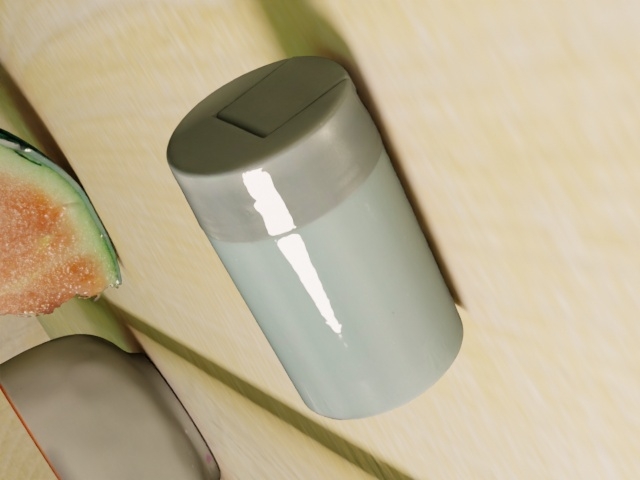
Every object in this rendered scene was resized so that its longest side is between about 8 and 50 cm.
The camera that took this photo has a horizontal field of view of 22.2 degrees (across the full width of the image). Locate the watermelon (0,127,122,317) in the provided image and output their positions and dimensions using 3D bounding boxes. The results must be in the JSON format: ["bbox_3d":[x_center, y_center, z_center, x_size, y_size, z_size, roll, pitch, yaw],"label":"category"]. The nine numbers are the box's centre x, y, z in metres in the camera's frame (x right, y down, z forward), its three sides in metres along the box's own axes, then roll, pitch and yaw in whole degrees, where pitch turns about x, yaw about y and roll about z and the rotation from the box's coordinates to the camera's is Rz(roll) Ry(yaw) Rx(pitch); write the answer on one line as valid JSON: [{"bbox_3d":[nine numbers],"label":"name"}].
[{"bbox_3d":[-0.242,-0.041,1.075,0.146,0.231,0.128,117,145,-49],"label":"watermelon"}]

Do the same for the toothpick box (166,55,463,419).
[{"bbox_3d":[0.000,0.000,0.427,0.052,0.052,0.083,38,159,57],"label":"toothpick box"}]

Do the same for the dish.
[{"bbox_3d":[-0.166,0.179,1.378,0.256,0.117,0.256,53,168,17],"label":"dish"}]
